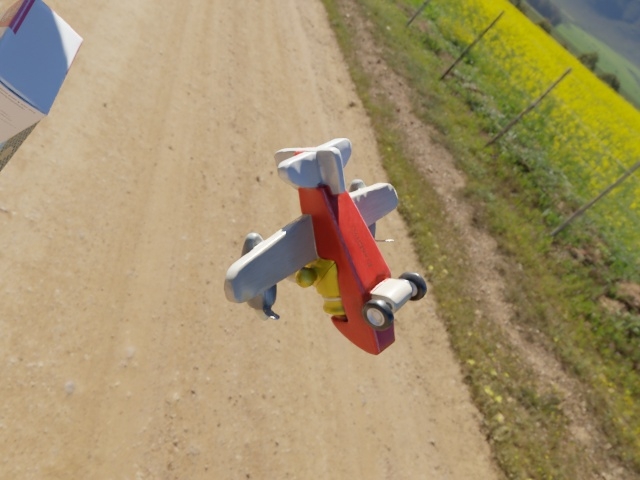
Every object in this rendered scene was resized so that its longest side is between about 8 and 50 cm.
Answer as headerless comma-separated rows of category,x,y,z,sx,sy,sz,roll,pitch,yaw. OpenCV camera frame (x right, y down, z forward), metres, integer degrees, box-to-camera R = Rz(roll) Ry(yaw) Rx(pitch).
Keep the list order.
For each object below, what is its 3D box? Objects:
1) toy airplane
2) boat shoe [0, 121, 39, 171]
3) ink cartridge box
toy airplane,0.000,0.000,1.157,0.386,0.273,0.384,25,60,-33
boat shoe,-0.848,-0.202,1.407,0.156,0.500,0.187,38,-5,-12
ink cartridge box,-0.440,-0.207,0.800,0.092,0.218,0.158,44,40,-42
